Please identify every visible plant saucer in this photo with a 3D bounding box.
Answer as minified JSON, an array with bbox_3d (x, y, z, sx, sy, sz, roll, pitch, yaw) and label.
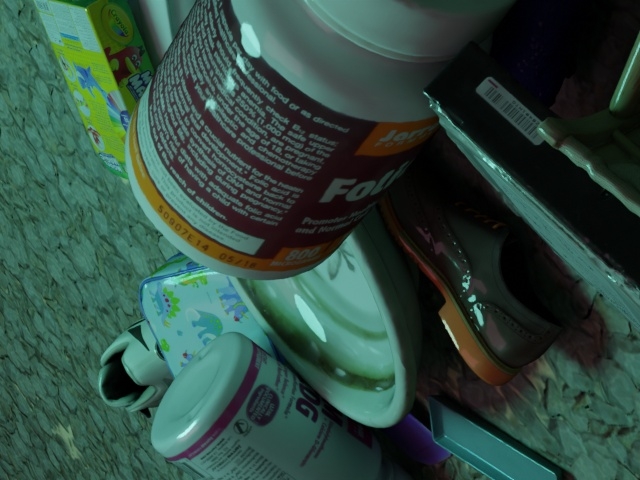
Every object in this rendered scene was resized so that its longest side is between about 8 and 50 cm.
[{"bbox_3d":[0.184,0.224,1.922,0.192,0.018,0.067,31,140,43],"label":"plant saucer"},{"bbox_3d":[0.000,0.000,1.895,0.400,0.100,0.400,47,157,27],"label":"plant saucer"}]

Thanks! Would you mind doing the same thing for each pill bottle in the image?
[{"bbox_3d":[0.002,-0.149,1.489,0.224,0.224,0.392,54,144,11],"label":"pill bottle"},{"bbox_3d":[-0.035,0.243,2.052,0.283,0.160,0.160,38,157,-19],"label":"pill bottle"}]

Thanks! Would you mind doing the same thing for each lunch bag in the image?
[{"bbox_3d":[-0.100,0.113,2.162,0.176,0.090,0.219,-13,107,36],"label":"lunch bag"}]

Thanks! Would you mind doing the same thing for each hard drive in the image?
[{"bbox_3d":[0.218,-0.006,1.423,0.237,0.064,0.339,45,-176,25],"label":"hard drive"}]

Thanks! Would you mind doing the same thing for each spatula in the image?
[{"bbox_3d":[0.041,0.130,2.051,0.296,0.030,0.084,56,152,7],"label":"spatula"}]

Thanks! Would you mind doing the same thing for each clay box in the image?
[{"bbox_3d":[-0.220,-0.166,1.952,0.127,0.053,0.222,21,139,52],"label":"clay box"}]

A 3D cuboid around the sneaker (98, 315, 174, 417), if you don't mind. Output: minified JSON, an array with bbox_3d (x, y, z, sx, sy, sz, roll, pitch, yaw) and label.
[{"bbox_3d":[-0.232,0.163,2.385,0.122,0.146,0.330,56,161,7],"label":"sneaker"}]

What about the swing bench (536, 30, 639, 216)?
[{"bbox_3d":[0.320,-0.091,1.168,0.253,0.165,0.255,45,124,27],"label":"swing bench"}]

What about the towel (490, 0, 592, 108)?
[{"bbox_3d":[0.153,-0.273,1.466,0.228,0.076,0.308,53,152,28],"label":"towel"}]

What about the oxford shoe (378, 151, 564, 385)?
[{"bbox_3d":[0.139,-0.001,1.742,0.098,0.097,0.271,-38,73,27],"label":"oxford shoe"}]

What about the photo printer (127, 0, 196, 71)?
[{"bbox_3d":[-0.201,-0.334,1.929,0.256,0.107,0.308,31,141,41],"label":"photo printer"}]
